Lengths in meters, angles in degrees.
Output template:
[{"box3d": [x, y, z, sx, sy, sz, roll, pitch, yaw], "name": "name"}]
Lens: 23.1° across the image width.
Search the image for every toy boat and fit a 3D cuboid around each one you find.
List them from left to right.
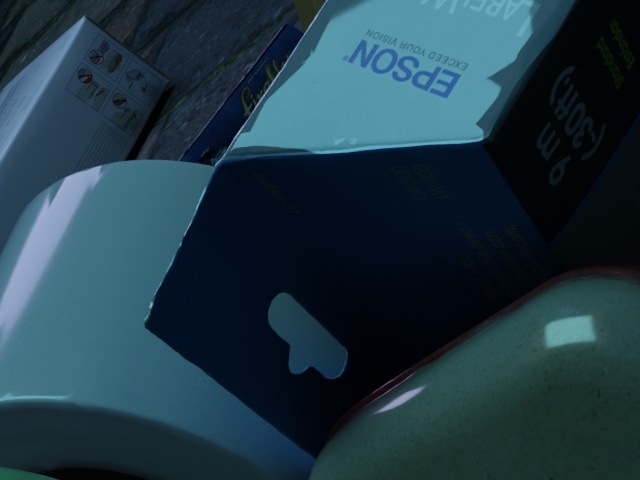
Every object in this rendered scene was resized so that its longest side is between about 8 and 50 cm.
[{"box3d": [0.106, 0.097, 0.663, 0.231, 0.151, 0.151, -36, -3, 35], "name": "toy boat"}]

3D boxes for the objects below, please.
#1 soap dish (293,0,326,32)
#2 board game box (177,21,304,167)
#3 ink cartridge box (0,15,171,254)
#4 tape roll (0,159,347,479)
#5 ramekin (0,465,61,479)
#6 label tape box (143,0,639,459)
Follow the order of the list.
[{"box3d": [0.107, -0.159, 0.843, 0.118, 0.229, 0.291, 22, 61, 34], "name": "soap dish"}, {"box3d": [-0.074, -0.058, 1.264, 0.243, 0.042, 0.165, -51, -7, 4], "name": "board game box"}, {"box3d": [-0.342, -0.065, 1.798, 0.272, 0.130, 0.309, -24, 35, 54], "name": "ink cartridge box"}, {"box3d": [-0.084, 0.098, 0.862, 0.246, 0.246, 0.169, -33, 28, 41], "name": "tape roll"}, {"box3d": [-0.129, 0.235, 0.686, 0.303, 0.303, 0.148, -31, 23, 44], "name": "ramekin"}, {"box3d": [0.101, -0.049, 0.693, 0.115, 0.249, 0.347, 23, 76, 33], "name": "label tape box"}]
